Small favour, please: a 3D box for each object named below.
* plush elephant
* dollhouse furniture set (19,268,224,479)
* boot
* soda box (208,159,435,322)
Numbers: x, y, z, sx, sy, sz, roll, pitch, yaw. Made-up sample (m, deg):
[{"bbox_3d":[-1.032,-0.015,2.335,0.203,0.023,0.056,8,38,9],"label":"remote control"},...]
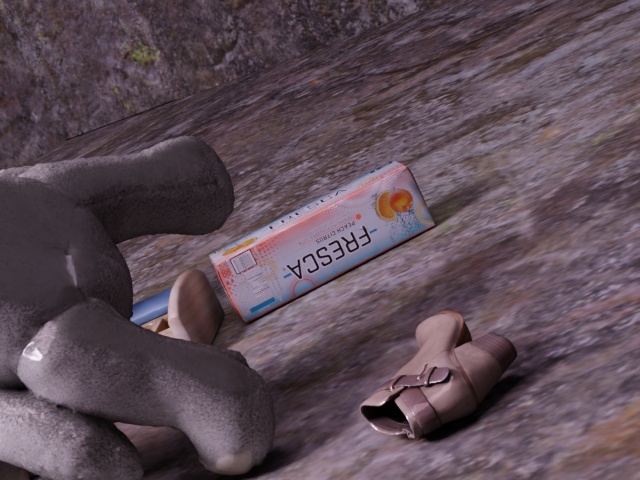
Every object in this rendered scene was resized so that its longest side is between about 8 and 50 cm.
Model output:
[{"bbox_3d":[-0.218,0.097,1.191,0.330,0.272,0.255,2,-43,-26],"label":"plush elephant"},{"bbox_3d":[-0.247,0.002,1.431,0.198,0.303,0.286,-25,12,10],"label":"dollhouse furniture set"},{"bbox_3d":[0.060,0.082,1.066,0.087,0.042,0.118,-33,13,-20],"label":"boot"},{"bbox_3d":[0.000,0.000,1.507,0.183,0.058,0.063,-27,12,-5],"label":"soda box"}]
